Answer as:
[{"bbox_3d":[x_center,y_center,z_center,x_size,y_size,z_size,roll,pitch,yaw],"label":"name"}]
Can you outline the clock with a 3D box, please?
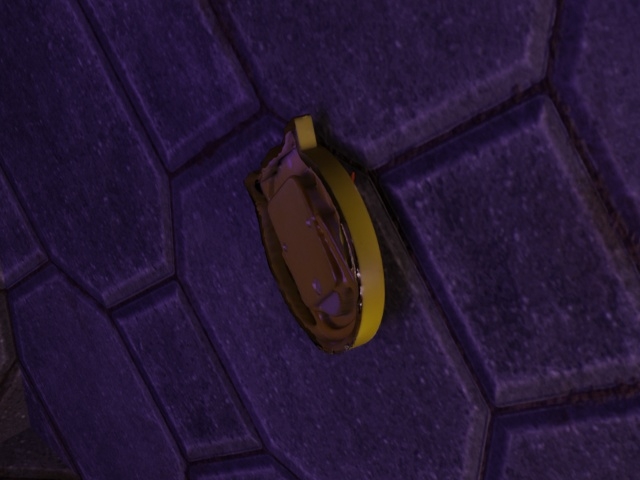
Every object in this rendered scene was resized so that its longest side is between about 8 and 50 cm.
[{"bbox_3d":[0.004,0.000,1.520,0.277,0.071,0.293,-30,77,65],"label":"clock"}]
